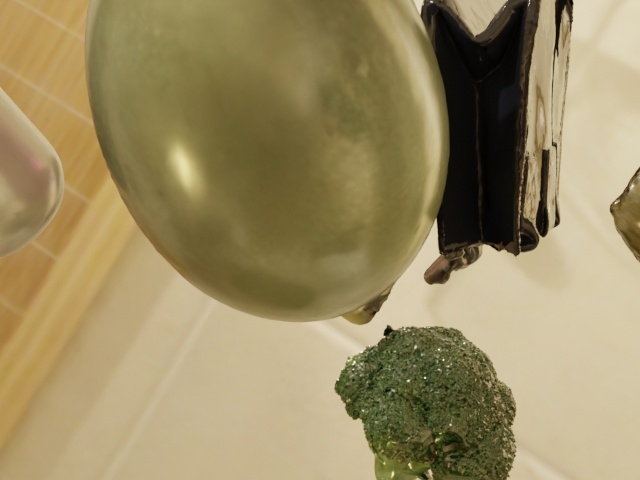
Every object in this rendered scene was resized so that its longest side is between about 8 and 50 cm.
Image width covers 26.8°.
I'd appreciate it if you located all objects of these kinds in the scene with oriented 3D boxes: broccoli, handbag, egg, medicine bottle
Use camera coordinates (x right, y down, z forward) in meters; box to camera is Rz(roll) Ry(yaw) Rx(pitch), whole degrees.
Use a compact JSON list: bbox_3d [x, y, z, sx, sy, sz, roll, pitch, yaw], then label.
[{"bbox_3d":[0.154,0.263,1.906,0.254,0.269,0.269,-6,-49,-27],"label":"broccoli"},{"bbox_3d":[0.159,-0.101,1.210,0.325,0.118,0.269,-25,-64,-71],"label":"handbag"},{"bbox_3d":[-0.037,-0.099,1.005,0.258,0.258,0.352,-44,-58,-32],"label":"egg"},{"bbox_3d":[-0.347,-0.126,1.082,0.130,0.341,0.130,-36,17,13],"label":"medicine bottle"}]

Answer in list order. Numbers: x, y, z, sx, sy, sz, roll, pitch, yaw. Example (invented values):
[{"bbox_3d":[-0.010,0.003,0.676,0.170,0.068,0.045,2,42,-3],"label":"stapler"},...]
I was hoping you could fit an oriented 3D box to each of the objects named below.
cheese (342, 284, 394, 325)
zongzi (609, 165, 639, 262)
[{"bbox_3d":[0.000,0.000,1.870,0.054,0.251,0.127,-30,21,49],"label":"cheese"},{"bbox_3d":[0.285,0.017,0.753,0.112,0.221,0.242,-60,-21,10],"label":"zongzi"}]
